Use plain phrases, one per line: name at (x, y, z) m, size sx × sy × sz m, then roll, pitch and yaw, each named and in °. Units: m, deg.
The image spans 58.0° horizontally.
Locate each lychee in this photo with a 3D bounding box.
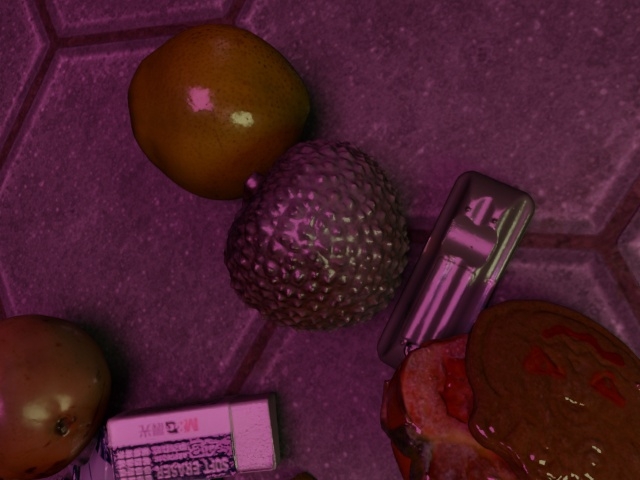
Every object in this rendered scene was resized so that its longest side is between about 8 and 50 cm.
lychee at (-0.001, -0.002, 0.870) m, size 0.300 × 0.300 × 0.300 m, roll -1°, pitch 87°, yaw 22°

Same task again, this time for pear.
pear at (-0.160, -0.206, 0.956) m, size 0.294 × 0.294 × 0.294 m, roll -1°, pitch 87°, yaw 22°

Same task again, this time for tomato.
tomato at (0.222, 0.287, 0.812) m, size 0.309 × 0.170 × 0.309 m, roll 7°, pitch 59°, yaw -12°

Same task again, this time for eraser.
eraser at (-0.216, 0.347, 1.006) m, size 0.287 × 0.086 × 0.130 m, roll -8°, pitch 82°, yaw 5°

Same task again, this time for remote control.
remote control at (0.204, 0.062, 0.897) m, size 0.128 × 0.065 × 0.335 m, roll 27°, pitch 98°, yaw 23°

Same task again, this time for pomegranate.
pomegranate at (-0.556, 0.284, 1.078) m, size 0.319 × 0.319 × 0.319 m, roll -1°, pitch 87°, yaw 22°

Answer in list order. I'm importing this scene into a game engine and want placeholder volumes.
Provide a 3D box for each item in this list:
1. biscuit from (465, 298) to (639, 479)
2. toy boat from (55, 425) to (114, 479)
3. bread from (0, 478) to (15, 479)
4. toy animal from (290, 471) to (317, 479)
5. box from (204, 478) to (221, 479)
biscuit at (0.320, 0.202, 0.761) m, size 0.273 × 0.049 × 0.257 m, roll 18°, pitch 57°, yaw -2°
toy boat at (-0.463, 0.493, 1.134) m, size 0.210 × 0.070 × 0.292 m, roll 7°, pitch 92°, yaw 30°
bread at (-0.687, 0.554, 1.213) m, size 0.172 × 0.103 × 0.132 m, roll 38°, pitch 104°, yaw 17°
toy animal at (-0.018, 0.476, 0.954) m, size 0.219 × 0.095 × 0.155 m, roll 4°, pitch 88°, yaw -8°
box at (-0.262, 0.454, 1.078) m, size 0.162 × 0.041 × 0.229 m, roll -27°, pitch 78°, yaw 17°
